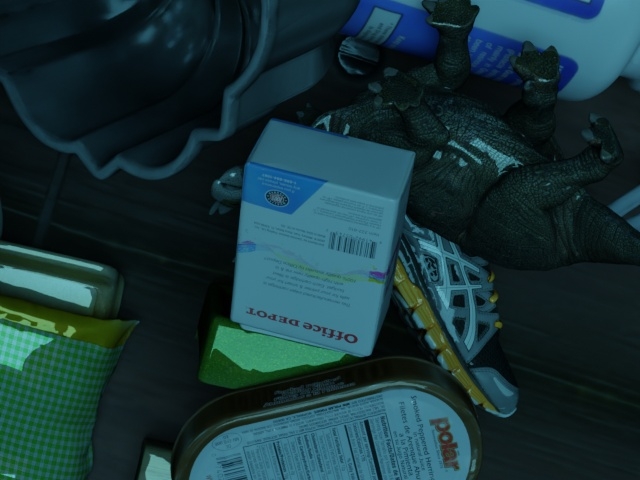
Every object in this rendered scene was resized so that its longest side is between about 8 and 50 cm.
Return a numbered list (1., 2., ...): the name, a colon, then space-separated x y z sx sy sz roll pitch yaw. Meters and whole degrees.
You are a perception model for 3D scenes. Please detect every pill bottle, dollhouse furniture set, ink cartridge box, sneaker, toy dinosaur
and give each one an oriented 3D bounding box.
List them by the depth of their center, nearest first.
1. ink cartridge box: 0.000 0.000 0.968 0.089 0.052 0.122 14 129 7
2. toy dinosaur: 0.097 -0.044 1.012 0.314 0.160 0.121 15 55 2
3. pill bottle: 0.125 -0.176 1.060 0.272 0.152 0.152 16 96 -10
4. dollhouse furniture set: -0.148 0.117 1.071 0.302 0.151 0.197 13 97 -9
5. sneaker: 0.085 0.021 1.122 0.083 0.084 0.215 -30 100 -7

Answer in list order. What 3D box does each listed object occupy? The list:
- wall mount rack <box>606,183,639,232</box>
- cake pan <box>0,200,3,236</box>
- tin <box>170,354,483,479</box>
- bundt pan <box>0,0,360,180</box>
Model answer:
1. wall mount rack: 0.350 -0.039 1.030 0.350 0.304 0.130 -31 98 -1
2. cake pan: -0.276 -0.091 0.970 0.054 0.293 0.293 -33 102 -22
3. tin: 0.004 0.133 1.002 0.190 0.040 0.106 -14 114 0
4. bundt pan: -0.093 -0.206 0.972 0.124 0.331 0.330 -20 103 -41
